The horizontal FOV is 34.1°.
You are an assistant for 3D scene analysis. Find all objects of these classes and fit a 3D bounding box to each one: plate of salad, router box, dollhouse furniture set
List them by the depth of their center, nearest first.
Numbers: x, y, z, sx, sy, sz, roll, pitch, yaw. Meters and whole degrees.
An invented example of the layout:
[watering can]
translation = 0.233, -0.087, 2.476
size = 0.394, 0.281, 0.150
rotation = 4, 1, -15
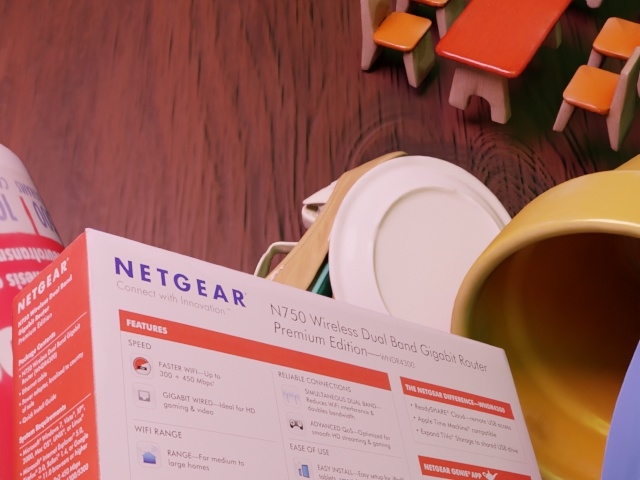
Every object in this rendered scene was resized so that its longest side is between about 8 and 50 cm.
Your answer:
[router box]
translation = 0.006, 0.177, 0.564
size = 0.335, 0.082, 0.301
rotation = 19, 47, -38
[plate of salad]
translation = 0.089, 0.029, 0.851
size = 0.199, 0.048, 0.200
rotation = 9, 71, -28
[dollhouse furniture set]
translation = 0.200, -0.239, 0.980
size = 0.262, 0.135, 0.259
rotation = 22, 55, 22

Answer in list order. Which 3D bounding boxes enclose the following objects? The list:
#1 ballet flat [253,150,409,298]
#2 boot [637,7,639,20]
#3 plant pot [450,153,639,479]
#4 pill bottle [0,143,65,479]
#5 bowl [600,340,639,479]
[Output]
[ballet flat]
translation = 0.000, 0.000, 0.863
size = 0.073, 0.080, 0.232
rotation = 18, 52, 25
[boot]
translation = 0.381, -0.195, 1.060
size = 0.246, 0.083, 0.161
rotation = -29, 52, -24
[plant pot]
translation = 0.261, 0.040, 0.782
size = 0.254, 0.254, 0.239
rotation = 33, 44, 14
[pill bottle]
translation = -0.205, 0.159, 0.610
size = 0.229, 0.229, 0.408
rotation = -23, 76, -22
[bowl]
translation = 0.339, 0.113, 0.607
size = 0.391, 0.391, 0.077
rotation = -19, 24, -20
